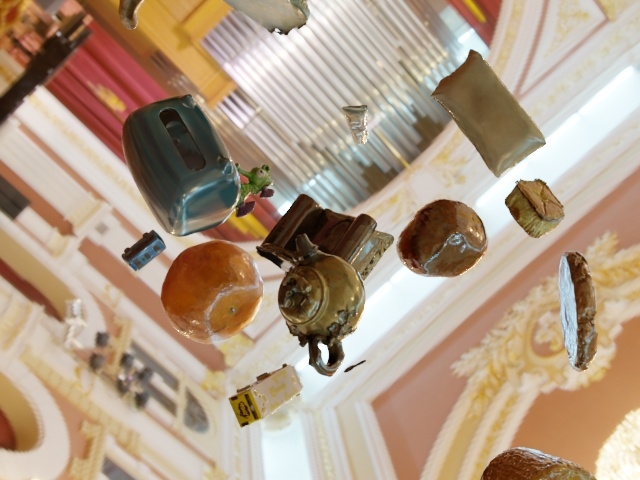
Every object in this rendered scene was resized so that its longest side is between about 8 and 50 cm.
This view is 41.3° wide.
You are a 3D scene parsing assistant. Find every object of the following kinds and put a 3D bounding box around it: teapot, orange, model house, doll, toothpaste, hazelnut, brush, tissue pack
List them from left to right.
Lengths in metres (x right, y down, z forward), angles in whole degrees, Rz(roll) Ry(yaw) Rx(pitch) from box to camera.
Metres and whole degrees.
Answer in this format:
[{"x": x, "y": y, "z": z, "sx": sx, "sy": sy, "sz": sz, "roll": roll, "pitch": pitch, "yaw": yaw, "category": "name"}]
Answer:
[{"x": -0.301, "y": -0.170, "z": 1.833, "sx": 0.198, "sy": 0.288, "sz": 0.206, "roll": -20, "pitch": 158, "yaw": -26, "category": "tissue pack"}, {"x": -0.287, "y": 0.138, "z": 2.282, "sx": 0.284, "sy": 0.284, "sz": 0.226, "roll": -47, "pitch": -135, "yaw": -6, "category": "orange"}, {"x": -0.187, "y": -0.119, "z": 2.000, "sx": 0.190, "sy": 0.115, "sz": 0.050, "roll": -40, "pitch": -168, "yaw": -24, "category": "doll"}, {"x": -0.112, "y": -0.644, "z": 1.948, "sx": 0.241, "sy": 0.261, "sz": 0.226, "roll": -64, "pitch": -161, "yaw": -13, "category": "model house"}, {"x": -0.012, "y": 0.121, "z": 1.603, "sx": 0.173, "sy": 0.182, "sz": 0.270, "roll": -14, "pitch": -108, "yaw": 34, "category": "teapot"}, {"x": 0.094, "y": 0.342, "z": 2.316, "sx": 0.083, "sy": 0.008, "sz": 0.024, "roll": -34, "pitch": -166, "yaw": 34, "category": "brush"}, {"x": 0.089, "y": -0.273, "z": 2.004, "sx": 0.233, "sy": 0.060, "sz": 0.038, "roll": 64, "pitch": 30, "yaw": -75, "category": "toothpaste"}, {"x": 0.274, "y": -0.009, "z": 1.944, "sx": 0.210, "sy": 0.186, "sz": 0.210, "roll": -3, "pitch": -141, "yaw": 2, "category": "hazelnut"}]

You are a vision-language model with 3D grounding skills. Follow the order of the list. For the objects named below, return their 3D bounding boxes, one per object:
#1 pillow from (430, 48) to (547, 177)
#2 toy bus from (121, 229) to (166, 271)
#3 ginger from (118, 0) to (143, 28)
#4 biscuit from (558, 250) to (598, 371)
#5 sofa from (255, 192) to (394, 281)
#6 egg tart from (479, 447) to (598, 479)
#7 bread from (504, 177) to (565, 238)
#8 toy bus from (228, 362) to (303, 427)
[{"x": 0.286, "y": -0.217, "z": 1.462, "sx": 0.119, "sy": 0.208, "sz": 0.053, "roll": -38, "pitch": -177, "yaw": 40, "category": "pillow"}, {"x": -0.342, "y": 0.021, "z": 1.650, "sx": 0.083, "sy": 0.038, "sz": 0.046, "roll": -39, "pitch": -139, "yaw": -2, "category": "toy bus"}, {"x": -0.378, "y": -0.662, "z": 2.000, "sx": 0.333, "sy": 0.166, "sz": 0.080, "roll": -42, "pitch": -122, "yaw": -3, "category": "ginger"}, {"x": 0.455, "y": 0.125, "z": 1.499, "sx": 0.042, "sy": 0.226, "sz": 0.226, "roll": -4, "pitch": -152, "yaw": 7, "category": "biscuit"}, {"x": 0.000, "y": 0.000, "z": 1.871, "sx": 0.258, "sy": 0.182, "sz": 0.200, "roll": 22, "pitch": -111, "yaw": 47, "category": "sofa"}, {"x": 0.357, "y": 0.446, "z": 1.429, "sx": 0.202, "sy": 0.202, "sz": 0.147, "roll": -48, "pitch": -159, "yaw": -9, "category": "egg tart"}, {"x": 0.507, "y": -0.079, "z": 1.997, "sx": 0.127, "sy": 0.140, "sz": 0.069, "roll": -12, "pitch": 150, "yaw": -40, "category": "bread"}, {"x": -0.119, "y": 0.329, "z": 1.826, "sx": 0.074, "sy": 0.081, "sz": 0.226, "roll": -27, "pitch": 175, "yaw": 22, "category": "toy bus"}]
